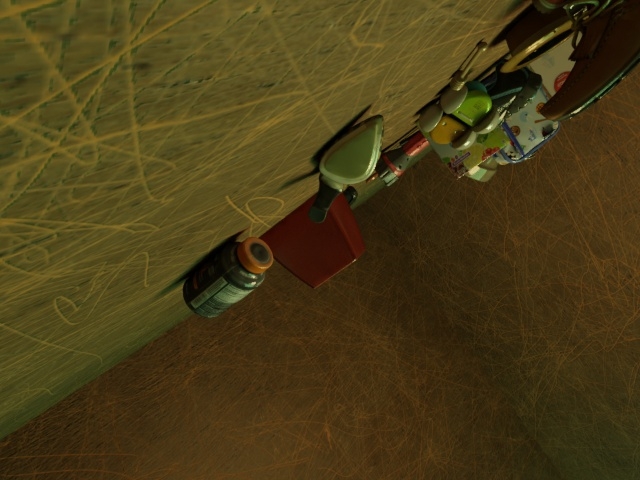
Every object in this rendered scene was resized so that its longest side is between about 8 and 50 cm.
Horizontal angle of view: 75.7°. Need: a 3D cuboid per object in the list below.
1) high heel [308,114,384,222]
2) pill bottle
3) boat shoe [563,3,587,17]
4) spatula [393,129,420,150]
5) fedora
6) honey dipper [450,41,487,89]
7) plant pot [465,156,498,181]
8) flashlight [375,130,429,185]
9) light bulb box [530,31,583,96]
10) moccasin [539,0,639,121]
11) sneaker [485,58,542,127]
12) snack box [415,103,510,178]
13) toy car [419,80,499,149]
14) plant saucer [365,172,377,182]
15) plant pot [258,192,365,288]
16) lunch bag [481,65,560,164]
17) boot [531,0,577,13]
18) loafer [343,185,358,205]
[{"bbox_3d":[0.059,-0.173,0.813,0.261,0.093,0.186,-54,-171,43],"label":"high heel"},{"bbox_3d":[-0.226,0.088,1.028,0.246,0.130,0.130,-36,178,31],"label":"pill bottle"},{"bbox_3d":[0.623,-0.552,0.995,0.080,0.076,0.228,-34,178,-41],"label":"boat shoe"},{"bbox_3d":[0.263,-0.310,1.424,0.297,0.030,0.084,-36,176,26],"label":"spatula"},{"bbox_3d":[0.453,-0.433,0.855,0.195,0.079,0.194,-29,179,-1],"label":"fedora"},{"bbox_3d":[0.307,-0.363,0.852,0.031,0.030,0.160,-36,175,-4],"label":"honey dipper"},{"bbox_3d":[0.671,-0.456,1.733,0.323,0.323,0.280,-34,161,-51],"label":"plant pot"},{"bbox_3d":[0.300,-0.306,1.305,0.304,0.103,0.103,-39,-139,17],"label":"flashlight"},{"bbox_3d":[0.890,-0.644,1.262,0.361,0.225,0.358,-34,178,-37],"label":"light bulb box"},{"bbox_3d":[0.486,-0.375,0.665,0.139,0.147,0.379,-41,161,-53],"label":"moccasin"},{"bbox_3d":[0.500,-0.384,1.258,0.340,0.140,0.125,-56,180,39],"label":"sneaker"},{"bbox_3d":[0.404,-0.310,1.183,0.175,0.207,0.070,-37,178,19],"label":"snack box"},{"bbox_3d":[0.359,-0.337,1.066,0.182,0.159,0.136,-38,-148,55],"label":"toy car"},{"bbox_3d":[0.243,-0.294,1.902,0.084,0.013,0.083,-35,180,0],"label":"plant saucer"},{"bbox_3d":[0.000,0.000,1.367,0.267,0.235,0.267,-37,178,19],"label":"plant pot"},{"bbox_3d":[0.633,-0.410,1.376,0.243,0.303,0.115,-36,-173,0],"label":"lunch bag"},{"bbox_3d":[0.433,-0.439,0.676,0.158,0.059,0.084,-34,173,-18],"label":"boot"},{"bbox_3d":[0.058,-0.133,1.534,0.078,0.076,0.223,-44,-172,-36],"label":"loafer"}]
